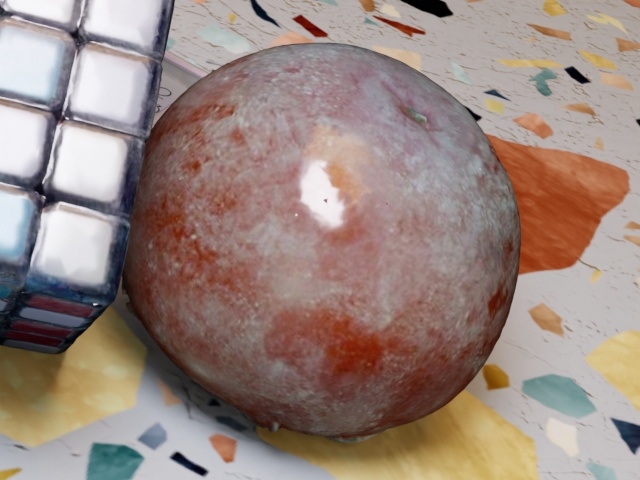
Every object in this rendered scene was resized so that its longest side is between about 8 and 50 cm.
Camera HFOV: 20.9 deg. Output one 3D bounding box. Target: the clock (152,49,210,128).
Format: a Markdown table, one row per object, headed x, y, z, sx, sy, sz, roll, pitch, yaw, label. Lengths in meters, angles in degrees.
| x | y | z | sx | sy | sz | roll | pitch | yaw | label |
| --- | --- | --- | --- | --- | --- | --- | --- | --- | --- |
| -0.208 | -0.142 | 1.613 | 0.197 | 0.063 | 0.150 | 29 | 34 | 13 | clock |

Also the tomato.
| x | y | z | sx | sy | sz | roll | pitch | yaw | label |
| --- | --- | --- | --- | --- | --- | --- | --- | --- | --- |
| 0.000 | 0.000 | 1.342 | 0.317 | 0.282 | 0.316 | 25 | 32 | -17 | tomato |

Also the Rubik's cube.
| x | y | z | sx | sy | sz | roll | pitch | yaw | label |
| --- | --- | --- | --- | --- | --- | --- | --- | --- | --- |
| -0.275 | -0.095 | 1.214 | 0.292 | 0.287 | 0.293 | 10 | 76 | -14 | Rubik's cube |
